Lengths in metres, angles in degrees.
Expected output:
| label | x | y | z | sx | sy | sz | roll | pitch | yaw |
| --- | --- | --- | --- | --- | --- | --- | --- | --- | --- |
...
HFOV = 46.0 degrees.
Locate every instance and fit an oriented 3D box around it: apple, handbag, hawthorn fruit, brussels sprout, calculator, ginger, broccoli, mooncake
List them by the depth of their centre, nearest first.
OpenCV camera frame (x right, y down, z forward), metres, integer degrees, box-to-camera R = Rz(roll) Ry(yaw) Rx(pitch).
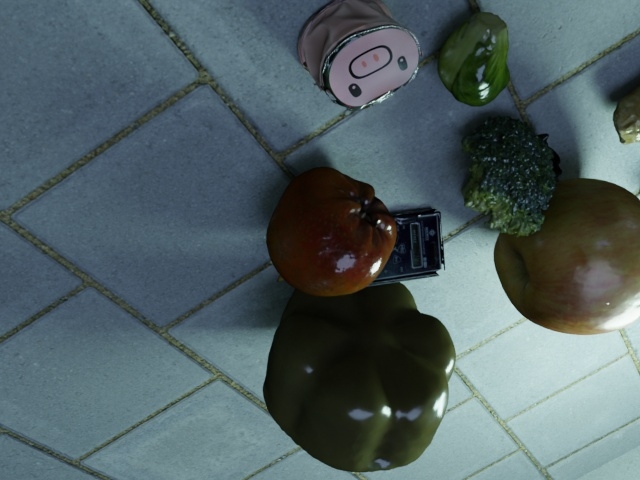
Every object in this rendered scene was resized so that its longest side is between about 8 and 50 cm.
| label | x | y | z | sx | sy | sz | roll | pitch | yaw |
| --- | --- | --- | --- | --- | --- | --- | --- | --- | --- |
| handbag | 0.071 | -0.347 | 1.398 | 0.205 | 0.116 | 0.179 | -29 | 136 | 5 |
| brussels sprout | 0.305 | -0.348 | 1.477 | 0.145 | 0.131 | 0.183 | -29 | 140 | -1 |
| hawthorn fruit | 0.000 | 0.000 | 1.606 | 0.277 | 0.277 | 0.298 | 24 | 129 | -36 |
| broccoli | 0.415 | -0.136 | 1.690 | 0.247 | 0.263 | 0.243 | -35 | 175 | -31 |
| ginger | 0.826 | -0.315 | 1.721 | 0.354 | 0.126 | 0.190 | -10 | 124 | -16 |
| mooncake | 0.095 | 0.293 | 1.770 | 0.467 | 0.467 | 0.262 | 1 | 131 | -22 |
| calculator | 0.165 | 0.020 | 1.779 | 0.274 | 0.028 | 0.166 | -8 | 95 | -16 |
| apple | 0.604 | 0.042 | 1.782 | 0.346 | 0.391 | 0.391 | -7 | 133 | -9 |
